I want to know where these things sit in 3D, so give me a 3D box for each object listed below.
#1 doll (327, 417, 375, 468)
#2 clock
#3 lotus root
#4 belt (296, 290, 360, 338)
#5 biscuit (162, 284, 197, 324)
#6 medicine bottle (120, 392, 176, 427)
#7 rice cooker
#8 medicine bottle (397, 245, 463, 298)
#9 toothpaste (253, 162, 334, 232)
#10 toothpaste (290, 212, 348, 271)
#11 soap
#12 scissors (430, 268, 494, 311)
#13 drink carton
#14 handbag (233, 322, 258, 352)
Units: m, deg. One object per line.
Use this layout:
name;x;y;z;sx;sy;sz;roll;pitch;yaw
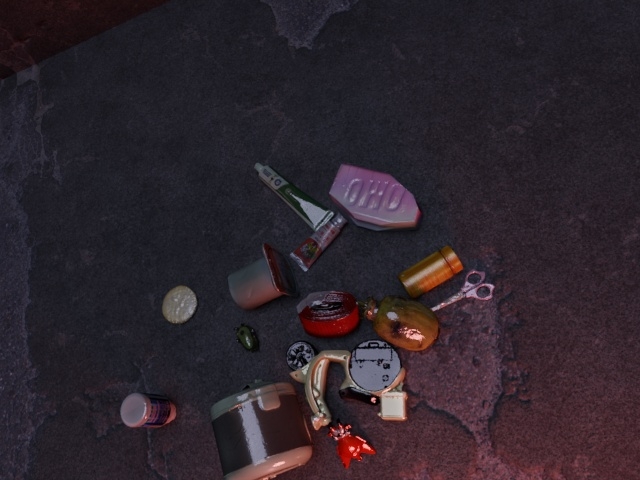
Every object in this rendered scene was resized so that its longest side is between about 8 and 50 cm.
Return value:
doll;0.081;0.603;1.507;0.109;0.169;0.057;-30;26;6
clock;0.076;0.443;1.581;0.379;0.120;0.276;-7;65;14
lotus root;0.236;0.242;1.563;0.278;0.154;0.154;25;78;-3
belt;0.030;0.249;1.663;0.201;0.124;0.128;-6;44;12
biscuit;-0.527;0.240;1.888;0.152;0.020;0.151;-6;68;14
medicine bottle;-0.565;0.566;1.681;0.107;0.191;0.106;-6;68;14
rice cooker;-0.181;0.571;1.526;0.289;0.288;0.276;-24;64;7
medicine bottle;0.353;0.103;1.635;0.192;0.096;0.096;-32;64;2
toothpaste;-0.115;-0.178;1.903;0.392;0.061;0.098;41;90;21
toothpaste;0.000;0.000;1.809;0.234;0.057;0.089;-46;70;5
soap;0.198;-0.137;1.767;0.324;0.109;0.192;17;76;21
scissors;0.448;0.174;1.622;0.212;0.021;0.110;-28;63;4
drink carton;-0.201;0.147;1.748;0.190;0.191;0.185;-31;67;14
handbag;-0.251;0.340;1.752;0.072;0.047;0.111;-36;62;2
